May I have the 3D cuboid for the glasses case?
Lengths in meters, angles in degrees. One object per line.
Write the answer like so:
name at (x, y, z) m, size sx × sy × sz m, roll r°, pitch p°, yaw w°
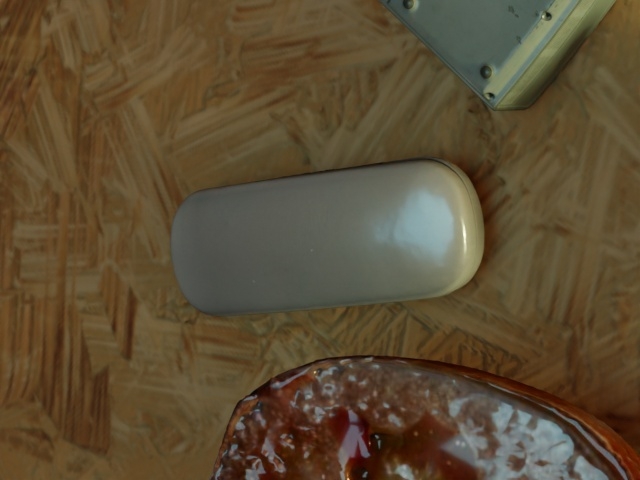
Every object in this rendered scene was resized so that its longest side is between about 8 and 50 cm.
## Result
glasses case at (0.000, 0.000, 1.223) m, size 0.233 × 0.059 × 0.092 m, roll -9°, pitch 92°, yaw 34°

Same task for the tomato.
tomato at (0.089, 0.225, 1.137) m, size 0.338 × 0.143 × 0.338 m, roll 3°, pitch 95°, yaw 29°

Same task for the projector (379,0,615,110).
projector at (0.117, -0.168, 1.128) m, size 0.115 × 0.061 × 0.147 m, roll 47°, pitch 117°, yaw 23°
